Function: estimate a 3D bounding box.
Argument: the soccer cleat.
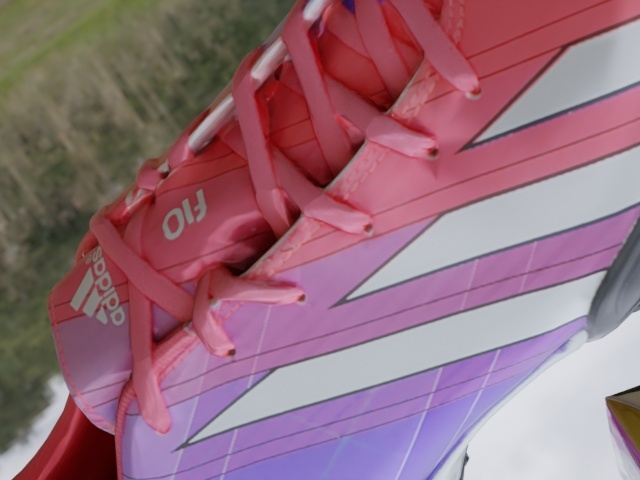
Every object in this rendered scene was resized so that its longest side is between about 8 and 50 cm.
[{"bbox_3d":[0.000,0.000,0.420,0.116,0.108,0.318,7,132,-23],"label":"soccer cleat"}]

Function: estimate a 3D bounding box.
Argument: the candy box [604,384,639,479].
[{"bbox_3d":[0.314,0.127,1.075,0.233,0.071,0.159,-20,-146,-5],"label":"candy box"}]
